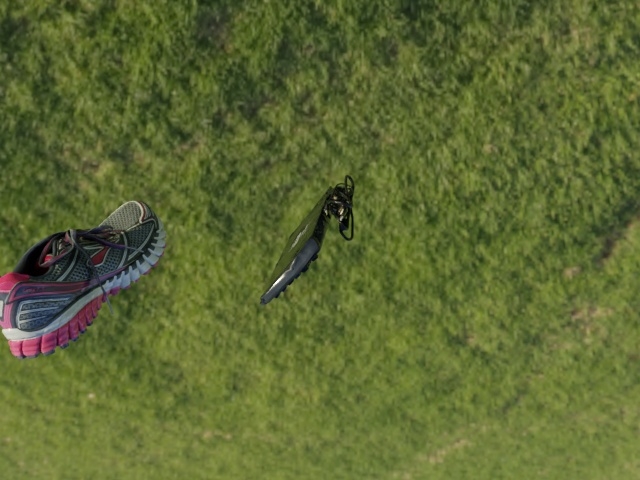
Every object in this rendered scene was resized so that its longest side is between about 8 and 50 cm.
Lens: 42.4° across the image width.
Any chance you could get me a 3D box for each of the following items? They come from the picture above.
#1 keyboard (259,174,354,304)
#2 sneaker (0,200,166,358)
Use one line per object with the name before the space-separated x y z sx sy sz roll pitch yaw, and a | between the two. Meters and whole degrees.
keyboard | 0.000 0.000 0.738 0.038 0.192 0.100 38 107 -7
sneaker | -0.306 0.025 1.079 0.120 0.299 0.112 -7 117 26
